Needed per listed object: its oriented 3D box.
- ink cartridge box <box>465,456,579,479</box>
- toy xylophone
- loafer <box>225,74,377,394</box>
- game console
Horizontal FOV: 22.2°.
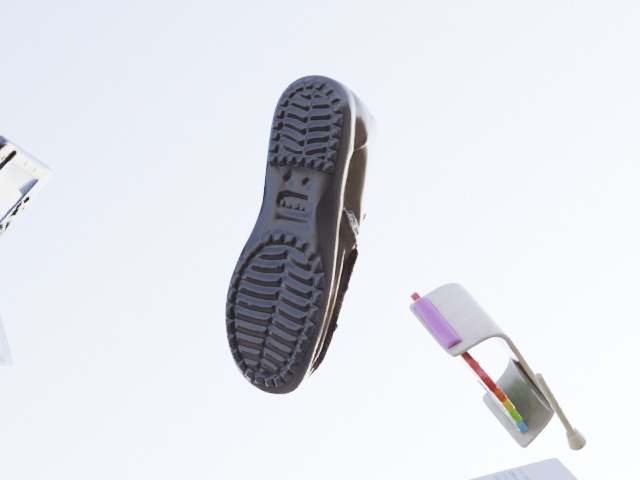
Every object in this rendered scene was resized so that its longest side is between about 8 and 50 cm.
[{"bbox_3d":[0.108,0.419,1.655,0.395,0.166,0.285,-13,-68,-13],"label":"ink cartridge box"},{"bbox_3d":[0.249,0.187,2.278,0.081,0.236,0.323,-39,-49,0],"label":"toy xylophone"},{"bbox_3d":[0.000,0.000,1.840,0.130,0.134,0.366,-1,-71,-55],"label":"loafer"},{"bbox_3d":[-0.425,0.022,2.183,0.250,0.173,0.293,-48,-6,-2],"label":"game console"}]
